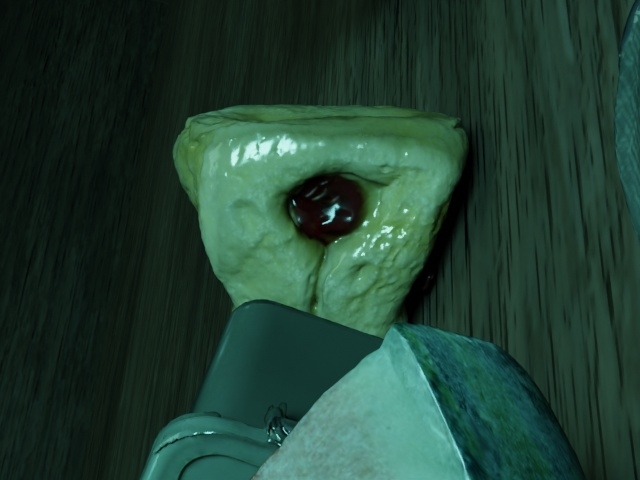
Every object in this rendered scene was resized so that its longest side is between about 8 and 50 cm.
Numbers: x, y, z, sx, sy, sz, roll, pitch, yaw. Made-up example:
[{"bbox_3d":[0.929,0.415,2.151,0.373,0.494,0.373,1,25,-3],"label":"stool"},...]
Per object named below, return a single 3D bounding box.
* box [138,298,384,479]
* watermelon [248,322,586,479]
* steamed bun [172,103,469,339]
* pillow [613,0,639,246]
[{"bbox_3d":[-0.023,0.154,0.719,0.135,0.163,0.243,-78,9,-56],"label":"box"},{"bbox_3d":[0.004,0.173,0.477,0.318,0.226,0.148,104,146,-49],"label":"watermelon"},{"bbox_3d":[0.000,0.000,0.815,0.141,0.172,0.155,-84,-6,-79],"label":"steamed bun"},{"bbox_3d":[0.149,-0.032,0.337,0.161,0.092,0.335,-53,20,27],"label":"pillow"}]
